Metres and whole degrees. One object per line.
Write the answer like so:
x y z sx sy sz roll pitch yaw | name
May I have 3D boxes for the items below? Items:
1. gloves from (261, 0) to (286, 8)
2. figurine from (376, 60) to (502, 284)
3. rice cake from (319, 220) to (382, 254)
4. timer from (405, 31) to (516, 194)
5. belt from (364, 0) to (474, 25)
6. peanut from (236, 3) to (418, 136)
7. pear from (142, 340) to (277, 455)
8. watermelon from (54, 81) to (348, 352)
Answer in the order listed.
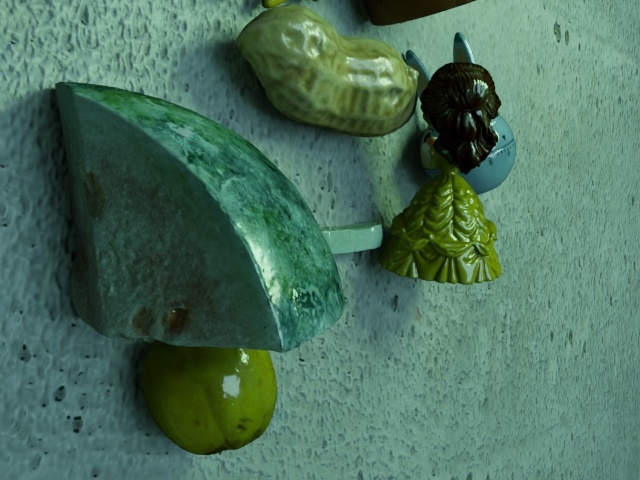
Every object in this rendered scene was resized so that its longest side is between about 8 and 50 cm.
0.022 -0.381 0.891 0.294 0.116 0.133 -23 136 -13 | gloves
0.198 -0.108 1.050 0.168 0.187 0.315 -29 128 -59 | figurine
0.000 0.000 1.000 0.245 0.042 0.045 -4 105 -47 | rice cake
0.218 -0.183 1.152 0.255 0.175 0.175 50 56 -27 | timer
0.189 -0.415 1.065 0.184 0.261 0.105 -79 151 -60 | belt
0.020 -0.223 0.948 0.325 0.153 0.140 12 76 -52 | peanut
-0.125 0.165 0.793 0.149 0.149 0.162 -28 102 -43 | pear
-0.160 -0.001 0.729 0.258 0.387 0.228 -49 163 13 | watermelon
